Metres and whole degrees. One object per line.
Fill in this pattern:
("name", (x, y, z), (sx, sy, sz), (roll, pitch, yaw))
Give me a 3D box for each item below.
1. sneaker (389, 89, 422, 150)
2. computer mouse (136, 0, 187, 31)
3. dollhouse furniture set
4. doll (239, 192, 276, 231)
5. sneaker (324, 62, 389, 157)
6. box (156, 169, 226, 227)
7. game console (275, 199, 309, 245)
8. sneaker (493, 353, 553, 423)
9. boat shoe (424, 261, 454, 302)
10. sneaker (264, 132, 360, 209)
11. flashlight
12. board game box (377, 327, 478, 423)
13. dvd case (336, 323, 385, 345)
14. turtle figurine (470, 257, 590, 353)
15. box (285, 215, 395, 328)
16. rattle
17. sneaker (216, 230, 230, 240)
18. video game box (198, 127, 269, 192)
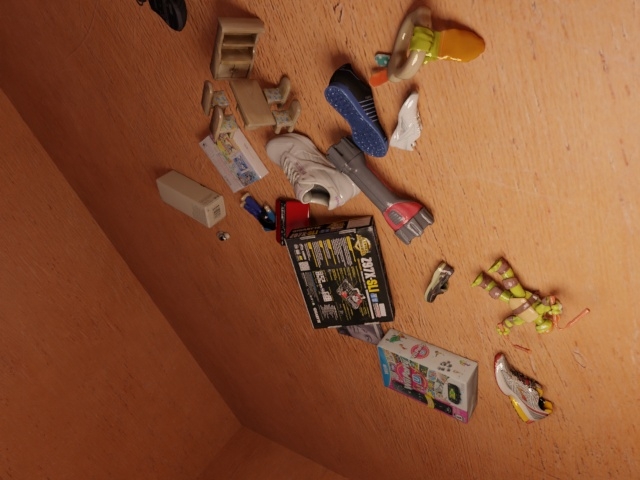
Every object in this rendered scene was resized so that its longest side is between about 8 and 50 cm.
("sneaker", (0.198, -0.260, 0.978), (0.061, 0.053, 0.152), (25, 146, 12))
("computer mouse", (-0.428, -0.685, 1.182), (0.262, 0.060, 0.184), (41, 150, 26))
("dollhouse furniture set", (-0.177, -0.391, 1.090), (0.241, 0.212, 0.161), (67, 150, 18))
("doll", (-0.194, -0.085, 1.537), (0.189, 0.046, 0.129), (39, 145, 9))
("sneaker", (0.100, -0.294, 1.023), (0.082, 0.090, 0.232), (4, 149, 41))
("box", (-0.500, -0.163, 1.727), (0.275, 0.094, 0.113), (29, 141, 23))
("game console", (-0.092, -0.058, 1.442), (0.124, 0.085, 0.143), (-152, 61, -70))
("sneaker", (0.559, 0.400, 1.242), (0.093, 0.088, 0.225), (-33, 100, 33))
("boat shoe", (0.322, 0.124, 1.216), (0.049, 0.056, 0.152), (33, 143, 25))
("sneaker", (-0.045, -0.187, 1.200), (0.305, 0.152, 0.114), (32, 144, 21))
("flashlight", (0.148, -0.130, 1.115), (0.304, 0.103, 0.103), (48, 168, 4))
("board game box", (0.350, 0.440, 1.464), (0.304, 0.097, 0.223), (16, 135, 36))
("dvd case", (0.128, 0.299, 1.613), (0.221, 0.018, 0.164), (7, 129, 41))
("turtle figurine", (0.479, 0.141, 1.050), (0.217, 0.087, 0.269), (47, 154, 11))
("box", (0.064, 0.104, 1.316), (0.257, 0.079, 0.321), (-10, 114, 16))
("rattle", (0.199, -0.361, 0.890), (0.199, 0.143, 0.130), (131, 127, -69))
("sneaker", (-0.405, -0.016, 1.824), (0.083, 0.037, 0.031), (1, 127, 46))
("video game box", (-0.283, -0.269, 1.447), (0.187, 0.048, 0.205), (-14, 115, 52))
